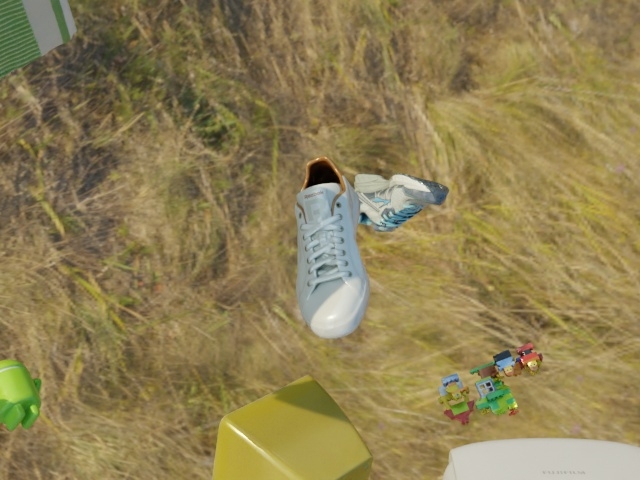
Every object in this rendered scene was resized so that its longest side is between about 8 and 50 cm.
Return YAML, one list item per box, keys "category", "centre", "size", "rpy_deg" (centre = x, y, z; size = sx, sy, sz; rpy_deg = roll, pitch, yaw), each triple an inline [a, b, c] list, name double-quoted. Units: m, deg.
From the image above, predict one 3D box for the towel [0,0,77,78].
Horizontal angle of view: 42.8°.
- category: "towel"
  centre: [-0.369, -0.167, 0.704]
  size: [0.325, 0.248, 0.038]
  rpy_deg: [-36, 85, -16]

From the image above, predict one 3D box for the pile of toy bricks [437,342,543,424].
- category: "pile of toy bricks"
  centre: [0.328, 0.279, 1.514]
  size: [0.212, 0.118, 0.105]
  rpy_deg: [-22, 66, 2]

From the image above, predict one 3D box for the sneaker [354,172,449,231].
- category: "sneaker"
  centre: [0.167, -0.073, 1.727]
  size: [0.110, 0.283, 0.122]
  rpy_deg: [13, 87, -29]

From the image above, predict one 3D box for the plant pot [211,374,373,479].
- category: "plant pot"
  centre: [-0.036, 0.385, 1.347]
  size: [0.212, 0.187, 0.212]
  rpy_deg: [-19, 128, -45]

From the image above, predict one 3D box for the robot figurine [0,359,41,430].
- category: "robot figurine"
  centre: [-0.461, 0.227, 1.221]
  size: [0.101, 0.067, 0.115]
  rpy_deg: [7, 39, -51]

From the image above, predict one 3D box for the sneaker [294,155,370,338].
- category: "sneaker"
  centre: [0.000, 0.000, 1.147]
  size: [0.123, 0.106, 0.290]
  rpy_deg: [61, 19, -44]

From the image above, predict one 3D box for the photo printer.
- category: "photo printer"
  centre: [0.261, 0.301, 0.861]
  size: [0.256, 0.307, 0.107]
  rpy_deg: [-1, 99, 5]
